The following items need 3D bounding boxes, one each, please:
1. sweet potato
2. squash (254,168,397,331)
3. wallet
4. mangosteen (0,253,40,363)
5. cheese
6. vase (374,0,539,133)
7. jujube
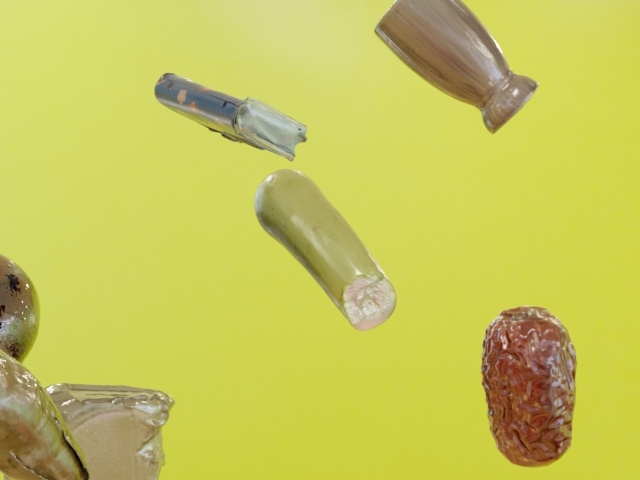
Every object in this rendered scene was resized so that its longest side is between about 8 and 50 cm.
[{"bbox_3d":[-0.284,0.127,1.101,0.085,0.112,0.286,7,-27,39],"label":"sweet potato"},{"bbox_3d":[0.000,0.000,1.571,0.083,0.083,0.250,20,20,-42],"label":"squash"},{"bbox_3d":[-0.122,-0.171,1.959,0.141,0.059,0.202,23,0,-43],"label":"wallet"},{"bbox_3d":[-0.468,0.091,1.811,0.216,0.216,0.216,15,-5,1],"label":"mangosteen"},{"bbox_3d":[-0.246,0.241,1.490,0.175,0.202,0.091,-1,21,-25],"label":"cheese"},{"bbox_3d":[0.085,-0.114,0.877,0.100,0.053,0.053,43,-7,-1],"label":"vase"},{"bbox_3d":[0.228,0.160,1.531,0.112,0.176,0.109,-22,21,-41],"label":"jujube"}]
